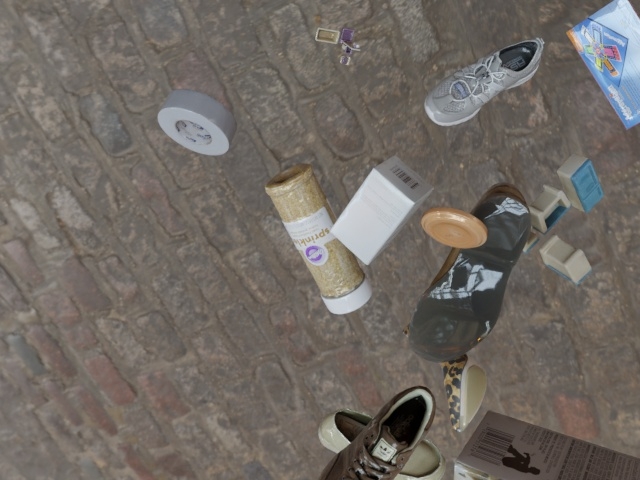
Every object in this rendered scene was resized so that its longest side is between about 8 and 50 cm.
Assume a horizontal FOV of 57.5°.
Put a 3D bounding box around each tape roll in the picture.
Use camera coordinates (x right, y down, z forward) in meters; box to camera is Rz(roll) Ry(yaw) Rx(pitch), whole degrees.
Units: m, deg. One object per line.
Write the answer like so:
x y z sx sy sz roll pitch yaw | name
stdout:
-0.356 -0.340 1.695 0.219 0.072 0.219 16 157 7 | tape roll

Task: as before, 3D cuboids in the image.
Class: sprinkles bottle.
0.000 0.000 1.359 0.121 0.121 0.356 -18 114 21 | sprinkles bottle

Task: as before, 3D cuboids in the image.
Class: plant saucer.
0.166 -0.013 0.728 0.083 0.013 0.083 20 157 9 | plant saucer

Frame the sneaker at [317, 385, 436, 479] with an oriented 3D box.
0.050 0.217 0.581 0.066 0.188 0.071 33 150 18 | sneaker

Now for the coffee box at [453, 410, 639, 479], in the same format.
0.296 0.319 0.608 0.297 0.118 0.168 12 112 31 | coffee box

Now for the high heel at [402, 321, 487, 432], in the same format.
0.232 0.260 1.168 0.186 0.261 0.093 -16 133 38 | high heel

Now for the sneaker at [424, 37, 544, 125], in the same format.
0.339 -0.345 1.219 0.281 0.115 0.105 -33 79 -7 | sneaker

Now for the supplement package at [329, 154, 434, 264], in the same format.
0.119 -0.060 1.149 0.105 0.105 0.179 42 128 9 | supplement package

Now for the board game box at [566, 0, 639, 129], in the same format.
0.723 -0.419 1.380 0.145 0.027 0.281 -31 95 38 | board game box

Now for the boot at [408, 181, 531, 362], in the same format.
0.225 0.053 0.878 0.112 0.115 0.306 24 118 4 | boot

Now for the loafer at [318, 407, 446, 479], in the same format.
0.123 0.414 1.174 0.268 0.102 0.092 16 145 9 | loafer

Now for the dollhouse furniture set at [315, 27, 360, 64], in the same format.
0.044 -0.501 1.518 0.114 0.081 0.091 0 123 -26 | dollhouse furniture set

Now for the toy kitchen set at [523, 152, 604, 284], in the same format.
0.494 -0.030 1.114 0.207 0.166 0.122 -46 131 0 | toy kitchen set
